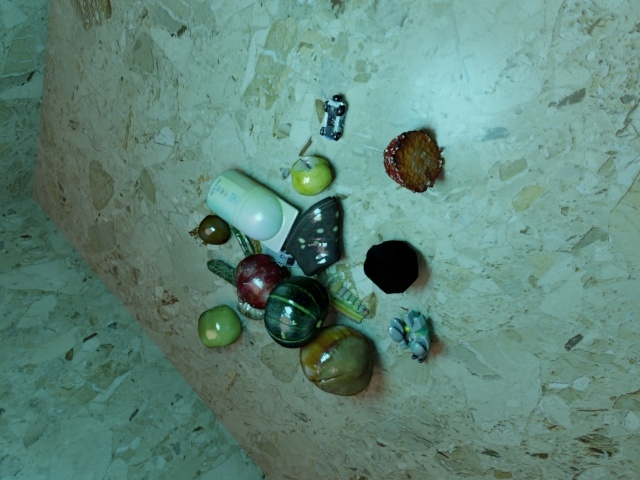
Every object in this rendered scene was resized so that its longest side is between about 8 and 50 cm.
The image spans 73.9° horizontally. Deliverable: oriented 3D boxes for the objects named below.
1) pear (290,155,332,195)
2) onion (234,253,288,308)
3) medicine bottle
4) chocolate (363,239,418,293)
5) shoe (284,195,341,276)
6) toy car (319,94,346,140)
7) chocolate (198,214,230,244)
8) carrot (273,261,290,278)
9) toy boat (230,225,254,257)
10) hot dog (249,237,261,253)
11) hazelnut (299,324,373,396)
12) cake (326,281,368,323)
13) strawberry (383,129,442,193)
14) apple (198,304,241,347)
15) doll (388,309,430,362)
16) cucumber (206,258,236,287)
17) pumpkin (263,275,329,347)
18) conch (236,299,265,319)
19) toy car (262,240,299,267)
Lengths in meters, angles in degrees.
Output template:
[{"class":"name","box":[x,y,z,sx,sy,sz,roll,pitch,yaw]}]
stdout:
[{"class":"pear","box":[-0.035,-0.268,1.761,0.177,0.178,0.178,16,121,29]},{"class":"onion","box":[-0.290,0.201,2.023,0.276,0.276,0.276,16,121,29]},{"class":"medicine bottle","box":[-0.303,-0.137,1.966,0.406,0.235,0.236,33,128,19]},{"class":"chocolate","box":[0.299,0.119,1.756,0.224,0.206,0.177,43,175,23]},{"class":"shoe","box":[0.000,0.000,1.859,0.237,0.171,0.384,50,133,13]},{"class":"toy car","box":[0.054,-0.475,1.646,0.080,0.070,0.171,26,127,23]},{"class":"chocolate","box":[-0.559,-0.045,2.253,0.176,0.176,0.177,16,121,29]},{"class":"carrot","box":[-0.176,0.222,2.174,0.070,0.070,0.260,-6,111,38]},{"class":"toy boat","box":[-0.408,-0.003,2.229,0.104,0.052,0.210,-9,109,58]},{"class":"hot dog","box":[-0.339,0.014,2.202,0.049,0.037,0.122,-3,110,41]},{"class":"hazelnut","box":[0.080,0.550,1.999,0.372,0.315,0.372,38,175,4]},{"class":"cake","box":[0.121,0.291,2.013,0.225,0.090,0.109,34,129,-7]},{"class":"strawberry","box":[0.292,-0.272,1.504,0.178,0.233,0.234,1,115,58]},{"class":"apple","box":[-0.604,0.510,2.510,0.262,0.262,0.263,16,121,29]},{"class":"doll","box":[0.406,0.425,1.801,0.195,0.153,0.258,-16,108,54]},{"class":"cucumber","box":[-0.494,0.197,2.375,0.359,0.096,0.096,27,126,25]},{"class":"pumpkin","box":[-0.101,0.315,1.874,0.241,0.323,0.324,16,121,25]},{"class":"conch","box":[-0.318,0.348,2.256,0.159,0.210,0.291,45,147,30]},{"class":"toy car","box":[-0.178,0.065,2.064,0.209,0.108,0.089,38,130,14]}]
